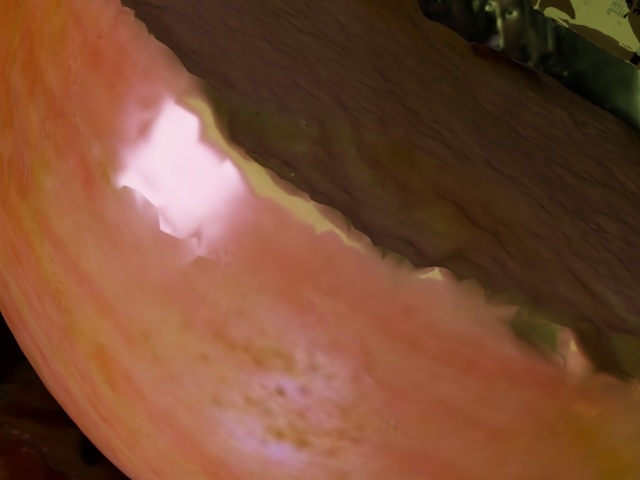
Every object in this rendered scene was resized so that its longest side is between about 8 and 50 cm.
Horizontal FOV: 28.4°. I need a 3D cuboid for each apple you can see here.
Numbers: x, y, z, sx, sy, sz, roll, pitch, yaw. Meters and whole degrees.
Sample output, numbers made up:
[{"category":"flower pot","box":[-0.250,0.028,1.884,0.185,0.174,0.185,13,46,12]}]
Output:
[{"category":"apple","box":[0.000,0.000,0.503,0.314,0.309,0.252,-28,43,66]}]

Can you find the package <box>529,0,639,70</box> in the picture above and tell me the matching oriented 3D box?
[{"category":"package","box":[0.160,-0.099,0.535,0.131,0.047,0.071,33,111,18]}]

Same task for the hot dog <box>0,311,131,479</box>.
[{"category":"hot dog","box":[-0.251,0.105,0.596,0.367,0.365,0.196,31,111,19]}]
